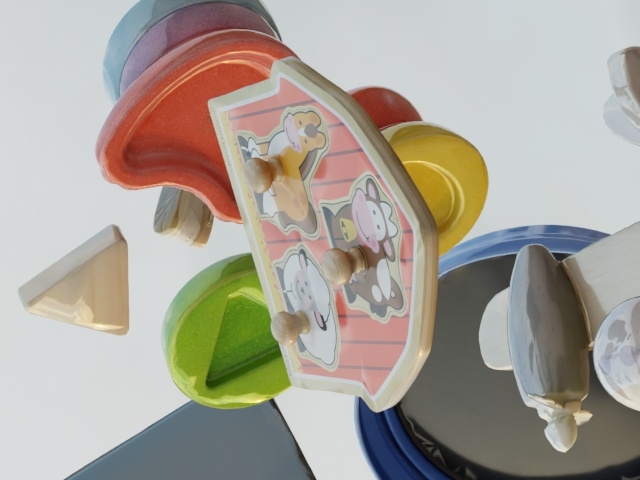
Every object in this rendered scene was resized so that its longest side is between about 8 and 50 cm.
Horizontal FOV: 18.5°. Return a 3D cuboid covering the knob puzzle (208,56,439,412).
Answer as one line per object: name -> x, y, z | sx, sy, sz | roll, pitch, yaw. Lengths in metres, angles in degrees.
knob puzzle -> 0.000, 0.000, 1.023 | 0.030, 0.213, 0.213 | -18, -97, -27

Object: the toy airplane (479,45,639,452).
toy airplane -> 0.298, 0.030, 1.493 | 0.384, 0.386, 0.272 | 34, -141, 31

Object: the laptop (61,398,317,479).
laptop -> -0.122, 0.371, 1.739 | 0.408, 0.382, 0.236 | 57, 179, 7

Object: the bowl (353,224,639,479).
bowl -> 0.230, 0.158, 2.015 | 0.391, 0.391, 0.077 | 54, -158, -21

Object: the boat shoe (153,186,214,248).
boat shoe -> -0.120, -0.064, 1.974 | 0.059, 0.063, 0.170 | 33, -126, -26

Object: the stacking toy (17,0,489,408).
stacking toy -> -0.068, -0.039, 1.444 | 0.309, 0.279, 0.130 | 29, -162, -39
